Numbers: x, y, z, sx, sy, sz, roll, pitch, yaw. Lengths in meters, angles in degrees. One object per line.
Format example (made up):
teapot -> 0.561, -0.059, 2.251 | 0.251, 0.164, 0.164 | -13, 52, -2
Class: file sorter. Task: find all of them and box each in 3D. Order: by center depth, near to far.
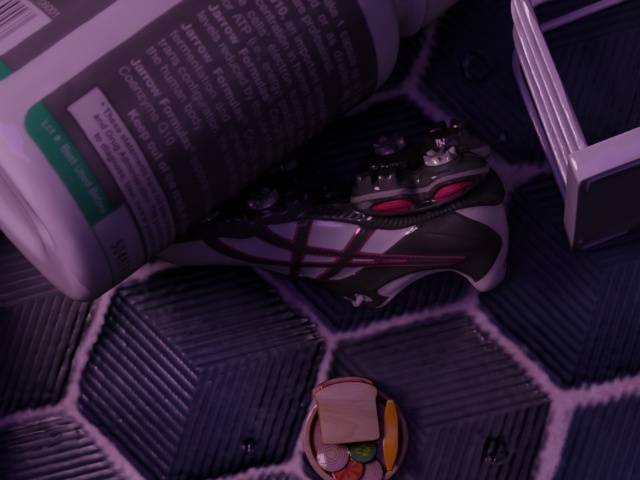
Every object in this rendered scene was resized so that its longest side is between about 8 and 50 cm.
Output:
file sorter -> 0.227, -0.123, 1.101 | 0.193, 0.277, 0.173 | -20, 79, 4

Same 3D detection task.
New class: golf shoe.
golf shoe -> 0.000, 0.000, 1.196 | 0.273, 0.105, 0.120 | -8, 116, 22

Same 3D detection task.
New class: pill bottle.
pill bottle -> -0.077, -0.140, 1.135 | 0.361, 0.204, 0.204 | -37, 82, -16

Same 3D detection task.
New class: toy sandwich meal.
toy sandwich meal -> 0.025, 0.140, 1.218 | 0.085, 0.029, 0.085 | -1, 85, 6
